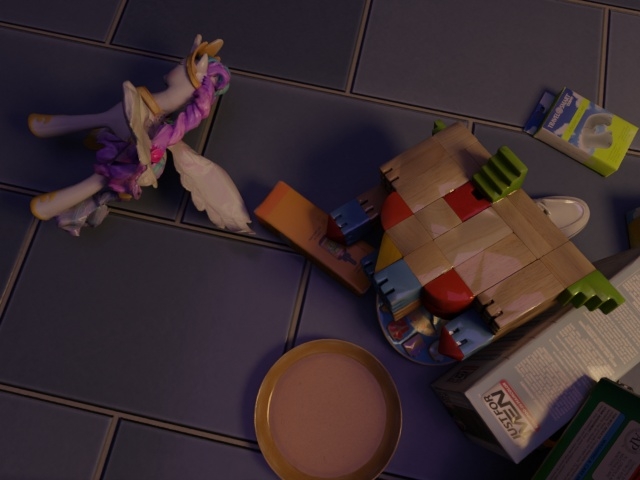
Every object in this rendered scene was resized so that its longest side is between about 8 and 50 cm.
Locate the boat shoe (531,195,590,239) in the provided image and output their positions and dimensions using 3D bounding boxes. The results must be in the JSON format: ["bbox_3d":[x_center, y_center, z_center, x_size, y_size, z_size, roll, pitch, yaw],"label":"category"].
[{"bbox_3d":[0.362,-0.028,0.820,0.258,0.084,0.095,-16,75,-5],"label":"boat shoe"}]

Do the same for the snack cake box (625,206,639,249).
[{"bbox_3d":[0.641,0.066,0.798,0.152,0.089,0.264,2,75,-2],"label":"snack cake box"}]

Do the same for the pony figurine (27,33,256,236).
[{"bbox_3d":[-0.290,-0.153,0.764,0.363,0.303,0.351,-24,63,9],"label":"pony figurine"}]

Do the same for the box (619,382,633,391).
[{"bbox_3d":[0.476,0.274,0.745,0.067,0.083,0.018,-50,40,-12],"label":"box"}]

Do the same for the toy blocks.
[{"bbox_3d":[0.174,0.012,0.678,0.260,0.191,0.381,-31,64,-3],"label":"toy blocks"}]

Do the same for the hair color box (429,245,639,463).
[{"bbox_3d":[0.366,0.162,0.716,0.374,0.185,0.114,-33,79,-9],"label":"hair color box"}]

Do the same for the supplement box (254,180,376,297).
[{"bbox_3d":[0.000,0.000,0.811,0.233,0.080,0.078,37,78,10],"label":"supplement box"}]

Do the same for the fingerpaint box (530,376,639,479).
[{"bbox_3d":[0.392,0.464,0.551,0.371,0.163,0.445,36,90,-9],"label":"fingerpaint box"}]

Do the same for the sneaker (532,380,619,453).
[{"bbox_3d":[0.406,0.265,0.743,0.215,0.083,0.084,-38,77,-12],"label":"sneaker"}]

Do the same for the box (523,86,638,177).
[{"bbox_3d":[0.498,-0.213,0.896,0.178,0.042,0.109,32,76,7],"label":"box"}]

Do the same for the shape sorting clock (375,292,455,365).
[{"bbox_3d":[0.193,0.106,0.788,0.206,0.040,0.206,1,86,-8],"label":"shape sorting clock"}]

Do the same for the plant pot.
[{"bbox_3d":[0.012,0.281,0.757,0.236,0.032,0.236,0,74,-2],"label":"plant pot"}]
